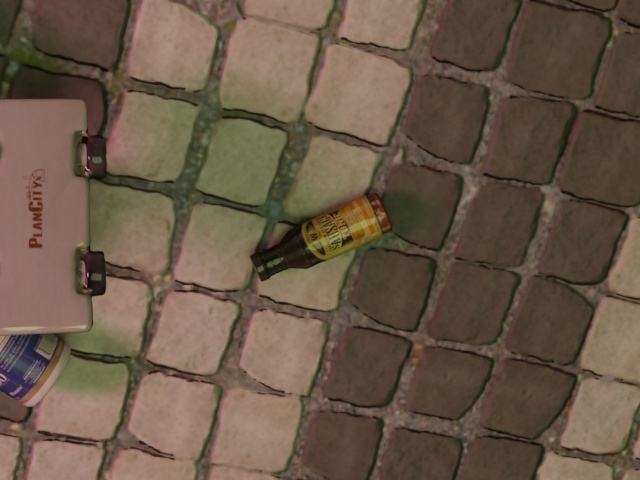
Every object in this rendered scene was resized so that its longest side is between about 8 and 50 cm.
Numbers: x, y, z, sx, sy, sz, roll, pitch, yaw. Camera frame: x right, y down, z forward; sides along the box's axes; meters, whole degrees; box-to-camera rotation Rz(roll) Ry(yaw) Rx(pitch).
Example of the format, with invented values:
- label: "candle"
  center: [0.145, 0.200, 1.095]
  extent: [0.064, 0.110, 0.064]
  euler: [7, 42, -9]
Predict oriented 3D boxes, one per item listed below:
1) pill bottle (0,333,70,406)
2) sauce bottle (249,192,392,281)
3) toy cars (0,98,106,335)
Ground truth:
- label: "pill bottle"
  center: [-0.283, 0.087, 1.153]
  extent: [0.120, 0.067, 0.067]
  euler: [36, 98, -19]
- label: "sauce bottle"
  center: [0.000, 0.000, 1.193]
  extent: [0.128, 0.042, 0.042]
  euler: [-26, 110, -3]
- label: "toy cars"
  center: [-0.291, -0.086, 1.042]
  extent: [0.176, 0.087, 0.393]
  euler: [-42, 85, -18]
